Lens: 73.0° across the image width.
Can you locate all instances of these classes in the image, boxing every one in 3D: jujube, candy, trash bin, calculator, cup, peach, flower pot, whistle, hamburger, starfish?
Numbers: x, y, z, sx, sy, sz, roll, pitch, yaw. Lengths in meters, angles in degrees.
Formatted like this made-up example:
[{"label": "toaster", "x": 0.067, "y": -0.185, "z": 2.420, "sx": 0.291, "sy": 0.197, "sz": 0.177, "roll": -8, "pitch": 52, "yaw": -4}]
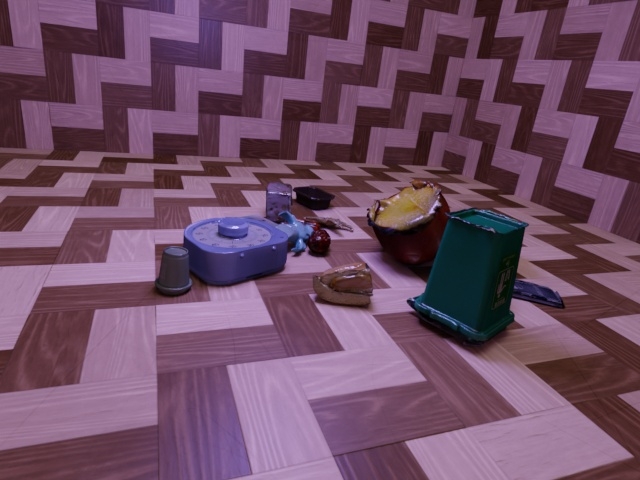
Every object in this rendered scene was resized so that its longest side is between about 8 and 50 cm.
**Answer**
[{"label": "jujube", "x": 0.001, "y": 0.004, "z": 1.882, "sx": 0.104, "sy": 0.104, "sz": 0.166, "roll": 13, "pitch": 19, "yaw": 16}, {"label": "candy", "x": -0.211, "y": -0.189, "z": 2.214, "sx": 0.137, "sy": 0.184, "sz": 0.195, "roll": 0, "pitch": 26, "yaw": -4}, {"label": "trash bin", "x": 0.472, "y": 0.100, "z": 1.378, "sx": 0.259, "sy": 0.380, "sz": 0.295, "roll": -12, "pitch": 28, "yaw": -42}, {"label": "calculator", "x": 0.815, "y": 0.197, "z": 1.728, "sx": 0.274, "sy": 0.028, "sz": 0.166, "roll": 13, "pitch": 19, "yaw": 12}, {"label": "cup", "x": -0.484, "y": 0.096, "z": 1.428, "sx": 0.120, "sy": 0.141, "sz": 0.120, "roll": 6, "pitch": 19, "yaw": -2}, {"label": "peach", "x": 0.394, "y": -0.076, "z": 1.832, "sx": 0.352, "sy": 0.339, "sz": 0.416, "roll": 58, "pitch": 11, "yaw": 13}, {"label": "flower pot", "x": -0.044, "y": -0.243, "z": 2.523, "sx": 0.179, "sy": 0.084, "sz": 0.251, "roll": -9, "pitch": 27, "yaw": -37}, {"label": "whistle", "x": -0.117, "y": -0.031, "z": 1.877, "sx": 0.093, "sy": 0.186, "sz": 0.274, "roll": -27, "pitch": -14, "yaw": 26}, {"label": "hamburger", "x": 0.077, "y": 0.157, "z": 1.506, "sx": 0.208, "sy": 0.135, "sz": 0.155, "roll": -9, "pitch": 6, "yaw": -2}, {"label": "starfish", "x": 0.051, "y": -0.095, "z": 2.166, "sx": 0.231, "sy": 0.047, "sz": 0.295, "roll": 21, "pitch": 9, "yaw": 38}]

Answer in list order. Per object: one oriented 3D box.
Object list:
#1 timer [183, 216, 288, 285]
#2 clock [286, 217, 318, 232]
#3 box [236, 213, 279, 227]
[{"label": "timer", "x": -0.346, "y": 0.005, "z": 1.664, "sx": 0.396, "sy": 0.173, "sz": 0.395, "roll": 5, "pitch": 22, "yaw": -2}, {"label": "clock", "x": -0.086, "y": -0.065, "z": 2.080, "sx": 0.155, "sy": 0.061, "sz": 0.113, "roll": 10, "pitch": 13, "yaw": -2}, {"label": "box", "x": -0.279, "y": -0.047, "z": 1.964, "sx": 0.155, "sy": 0.067, "sz": 0.243, "roll": -11, "pitch": 28, "yaw": -43}]
